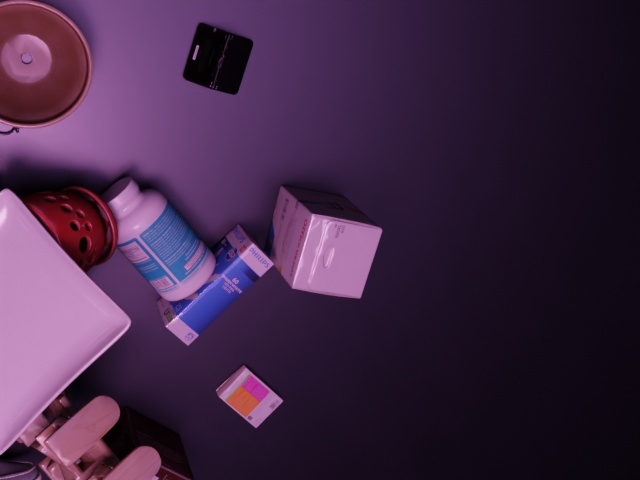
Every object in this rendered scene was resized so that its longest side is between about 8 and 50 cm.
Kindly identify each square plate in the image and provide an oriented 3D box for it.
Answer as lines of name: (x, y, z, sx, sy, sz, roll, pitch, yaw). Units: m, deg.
square plate: (-0.566, 0.145, 1.465, 0.347, 0.049, 0.344, -44, 83, 2)

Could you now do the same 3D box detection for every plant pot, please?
plant pot: (-0.557, -0.338, 1.538, 0.237, 0.110, 0.237, -7, 112, -18)
plant pot: (-0.509, -0.012, 1.585, 0.174, 0.191, 0.191, -37, 129, -54)

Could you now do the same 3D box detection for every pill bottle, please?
pill bottle: (-0.350, -0.007, 1.716, 0.146, 0.146, 0.264, -38, 118, -3)

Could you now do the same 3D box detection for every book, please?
book: (-0.171, 0.382, 1.992, 0.096, 0.035, 0.144, -44, 118, -3)

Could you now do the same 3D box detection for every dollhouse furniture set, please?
dollhouse furniture set: (-0.508, 0.312, 1.677, 0.256, 0.362, 0.394, -43, 108, -29)

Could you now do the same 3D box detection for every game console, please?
game console: (-0.214, -0.378, 1.701, 0.107, 0.071, 0.122, 21, 102, 5)

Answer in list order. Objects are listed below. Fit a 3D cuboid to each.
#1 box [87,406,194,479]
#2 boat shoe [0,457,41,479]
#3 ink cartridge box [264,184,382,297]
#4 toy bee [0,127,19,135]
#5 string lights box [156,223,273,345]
box: (-0.416, 0.527, 1.861, 0.167, 0.203, 0.168, 36, 95, -27)
boat shoe: (-0.769, 0.491, 1.756, 0.319, 0.116, 0.099, 1, 98, -4)
ink cartridge box: (0.000, 0.000, 1.795, 0.168, 0.232, 0.171, 9, 106, -22)
toy bee: (-0.684, -0.107, 1.552, 0.195, 0.162, 0.298, 4, 108, -19)
string lights box: (-0.235, 0.095, 1.802, 0.260, 0.133, 0.077, -44, 119, 0)
